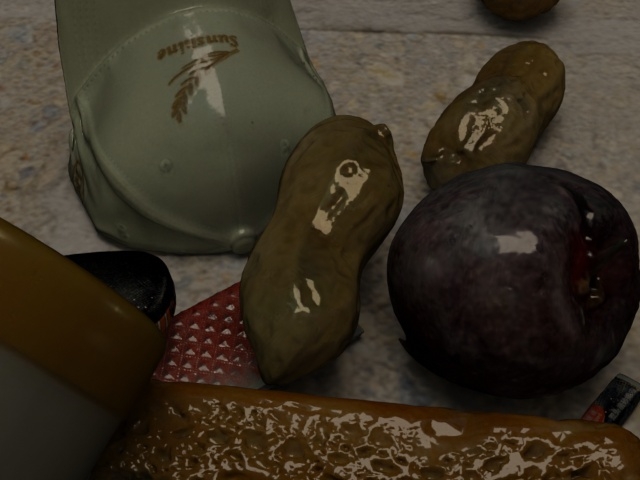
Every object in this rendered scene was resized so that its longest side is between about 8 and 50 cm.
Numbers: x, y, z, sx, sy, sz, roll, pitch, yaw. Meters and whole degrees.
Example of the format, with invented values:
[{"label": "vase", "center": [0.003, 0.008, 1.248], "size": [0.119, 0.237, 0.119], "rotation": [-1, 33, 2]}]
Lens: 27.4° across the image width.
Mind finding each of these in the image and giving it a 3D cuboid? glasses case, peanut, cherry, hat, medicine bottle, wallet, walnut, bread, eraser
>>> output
[{"label": "glasses case", "center": [-0.242, 0.064, 1.004], "size": [0.266, 0.067, 0.103], "rotation": [-9, 34, 6]}, {"label": "peanut", "center": [0.166, -0.112, 1.205], "size": [0.099, 0.100, 0.214], "rotation": [22, 42, 22]}, {"label": "cherry", "center": [0.143, 0.027, 0.991], "size": [0.195, 0.195, 0.195], "rotation": [0, 43, 0]}, {"label": "hat", "center": [-0.099, -0.150, 1.127], "size": [0.257, 0.302, 0.168], "rotation": [-15, 23, -14]}, {"label": "medicine bottle", "center": [-0.252, 0.099, 0.813], "size": [0.237, 0.238, 0.232], "rotation": [24, 76, 24]}, {"label": "wallet", "center": [-0.071, 0.085, 1.029], "size": [0.196, 0.020, 0.103], "rotation": [-29, 60, -30]}, {"label": "walnut", "center": [0.208, -0.286, 1.379], "size": [0.105, 0.105, 0.124], "rotation": [-12, 40, -12]}, {"label": "bread", "center": [0.025, 0.196, 0.860], "size": [0.380, 0.109, 0.185], "rotation": [5, 55, 9]}, {"label": "eraser", "center": [0.215, 0.132, 0.987], "size": [0.027, 0.019, 0.099], "rotation": [28, 51, 26]}, {"label": "peanut", "center": [0.000, 0.000, 1.025], "size": [0.101, 0.117, 0.263], "rotation": [24, 55, -2]}]
